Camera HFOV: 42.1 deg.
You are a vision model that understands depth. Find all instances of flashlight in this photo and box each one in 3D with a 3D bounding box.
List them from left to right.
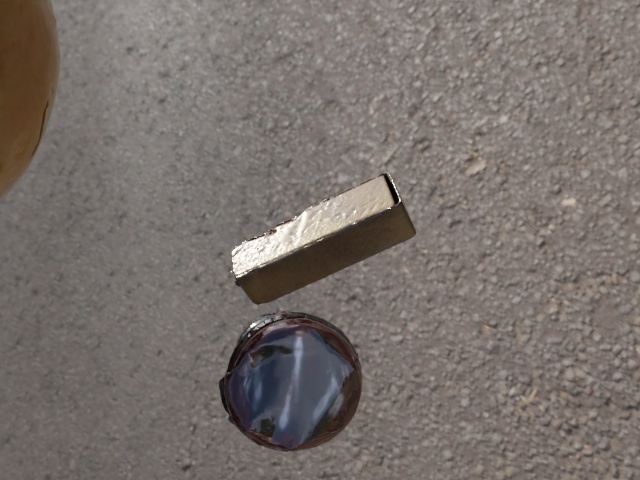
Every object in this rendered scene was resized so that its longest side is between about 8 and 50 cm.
[{"bbox_3d":[-0.027,0.089,0.619,0.093,0.093,0.232,-59,6,-2],"label":"flashlight"}]

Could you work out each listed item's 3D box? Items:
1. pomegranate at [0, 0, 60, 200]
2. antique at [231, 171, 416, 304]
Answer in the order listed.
[{"bbox_3d":[-0.368,-0.108,0.467,0.411,0.411,0.412,-23,51,33],"label":"pomegranate"},{"bbox_3d":[0.000,0.000,1.413,0.310,0.087,0.093,-25,42,8],"label":"antique"}]
